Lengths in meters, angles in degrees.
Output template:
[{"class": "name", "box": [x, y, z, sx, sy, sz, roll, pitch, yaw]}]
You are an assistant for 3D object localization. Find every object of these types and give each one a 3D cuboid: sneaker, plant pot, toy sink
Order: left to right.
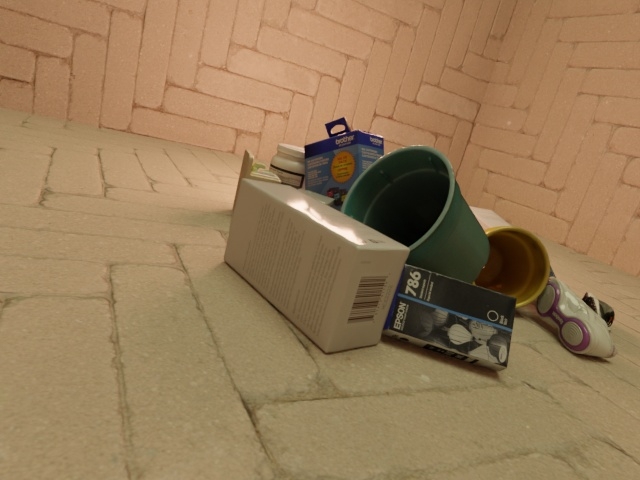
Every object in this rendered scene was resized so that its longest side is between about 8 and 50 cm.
[{"class": "toy sink", "box": [-0.223, -0.190, 1.627, 0.131, 0.234, 0.153, 9, 16, -19]}, {"class": "plant pot", "box": [0.286, -0.028, 1.264, 0.334, 0.341, 0.341, 35, 0, -40]}, {"class": "plant pot", "box": [0.563, 0.081, 1.479, 0.253, 0.254, 0.239, 15, 0, -3]}, {"class": "sneaker", "box": [0.741, 0.229, 1.330, 0.152, 0.114, 0.305, 19, 32, -12]}, {"class": "sneaker", "box": [0.912, 0.241, 1.487, 0.108, 0.100, 0.271, 28, 19, 23]}]

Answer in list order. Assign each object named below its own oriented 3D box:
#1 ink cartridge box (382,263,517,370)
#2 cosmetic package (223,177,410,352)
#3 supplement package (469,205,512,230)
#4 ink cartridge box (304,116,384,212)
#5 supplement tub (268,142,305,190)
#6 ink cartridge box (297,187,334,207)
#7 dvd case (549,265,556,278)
[{"class": "ink cartridge box", "box": [0.258, 0.161, 1.018, 0.332, 0.166, 0.065, 16, -23, 6]}, {"class": "cosmetic package", "box": [-0.036, 0.034, 1.050, 0.161, 0.230, 0.453, 2, 21, -41]}, {"class": "supplement package", "box": [0.657, 0.021, 1.750, 0.177, 0.175, 0.293, 6, 31, -31]}, {"class": "ink cartridge box", "box": [0.082, -0.220, 1.598, 0.151, 0.396, 0.269, 4, -7, -45]}, {"class": "supplement tub", "box": [-0.116, -0.226, 1.780, 0.191, 0.273, 0.191, 15, 15, -4]}, {"class": "ink cartridge box", "box": [-0.044, -0.066, 1.475, 0.127, 0.176, 0.128, 17, 16, 7]}, {"class": "dvd case", "box": [0.765, 0.134, 1.533, 0.022, 0.253, 0.180, -28, -14, 35]}]
